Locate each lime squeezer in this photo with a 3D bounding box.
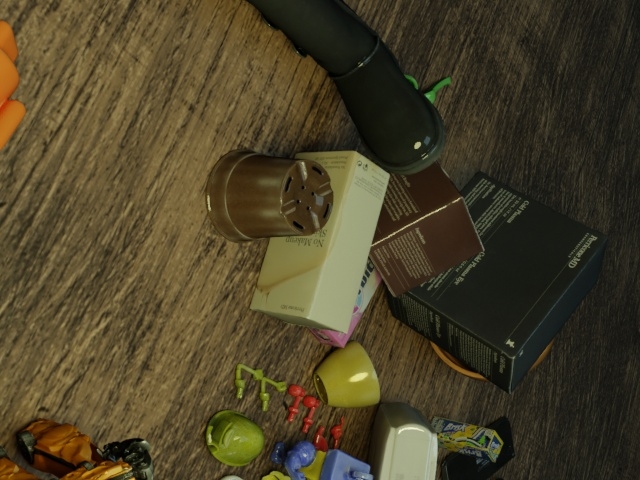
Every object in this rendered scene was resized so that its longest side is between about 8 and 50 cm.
[{"bbox_3d":[0.203,-0.349,1.606,0.310,0.059,0.109,11,85,-46],"label":"lime squeezer"}]

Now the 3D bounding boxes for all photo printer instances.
[{"bbox_3d":[0.153,0.463,1.481,0.307,0.107,0.255,82,16,-88],"label":"photo printer"}]

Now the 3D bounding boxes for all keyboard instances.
[{"bbox_3d":[0.416,0.601,1.924,0.317,0.033,0.201,-16,98,-44],"label":"keyboard"}]

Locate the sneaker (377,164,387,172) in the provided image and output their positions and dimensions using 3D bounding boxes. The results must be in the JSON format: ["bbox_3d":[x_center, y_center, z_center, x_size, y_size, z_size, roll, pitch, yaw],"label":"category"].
[{"bbox_3d":[0.230,-0.061,1.610,0.290,0.123,0.105,51,56,-38],"label":"sneaker"}]

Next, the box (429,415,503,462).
[{"bbox_3d":[0.334,0.461,1.724,0.059,0.169,0.054,54,56,-34],"label":"box"}]

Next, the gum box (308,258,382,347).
[{"bbox_3d":[0.035,0.110,1.459,0.107,0.062,0.188,51,58,-36],"label":"gum box"}]

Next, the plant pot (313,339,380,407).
[{"bbox_3d":[0.042,0.273,1.448,0.095,0.134,0.134,-17,107,-19],"label":"plant pot"}]

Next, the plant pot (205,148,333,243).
[{"bbox_3d":[-0.077,-0.074,1.252,0.167,0.165,0.166,-4,95,-47],"label":"plant pot"}]

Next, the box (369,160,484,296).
[{"bbox_3d":[0.178,-0.032,1.446,0.203,0.168,0.167,-28,132,5],"label":"box"}]

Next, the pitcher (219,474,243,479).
[{"bbox_3d":[-0.143,0.530,1.278,0.178,0.125,0.207,36,60,-12],"label":"pitcher"}]

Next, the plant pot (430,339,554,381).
[{"bbox_3d":[0.410,0.203,1.731,0.203,0.291,0.290,48,58,-58],"label":"plant pot"}]

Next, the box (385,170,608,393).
[{"bbox_3d":[0.364,0.080,1.552,0.343,0.313,0.179,-46,148,-19],"label":"box"}]

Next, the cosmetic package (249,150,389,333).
[{"bbox_3d":[0.000,0.000,1.345,0.113,0.160,0.309,29,71,-43],"label":"cosmetic package"}]

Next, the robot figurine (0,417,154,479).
[{"bbox_3d":[-0.334,0.303,0.917,0.211,0.291,0.085,-24,110,-42],"label":"robot figurine"}]

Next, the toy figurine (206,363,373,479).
[{"bbox_3d":[-0.001,0.373,1.330,0.362,0.217,0.191,42,64,-41],"label":"toy figurine"}]

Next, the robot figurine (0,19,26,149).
[{"bbox_3d":[-0.447,-0.175,0.878,0.158,0.128,0.219,45,62,-39],"label":"robot figurine"}]

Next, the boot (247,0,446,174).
[{"bbox_3d":[0.007,-0.338,1.231,0.146,0.367,0.445,-38,136,13],"label":"boot"}]
